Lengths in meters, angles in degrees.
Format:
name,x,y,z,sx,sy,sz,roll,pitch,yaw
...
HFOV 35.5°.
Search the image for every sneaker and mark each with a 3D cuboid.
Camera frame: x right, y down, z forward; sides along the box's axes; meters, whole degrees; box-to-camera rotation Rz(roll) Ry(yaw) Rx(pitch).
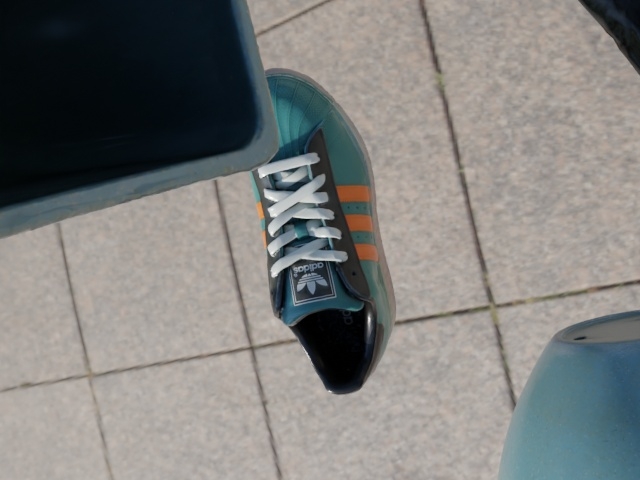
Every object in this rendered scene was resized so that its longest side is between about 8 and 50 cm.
name,x,y,z,sx,sy,sz,roll,pitch,yaw
sneaker,0.000,0.000,0.884,0.108,0.121,0.302,-13,116,16

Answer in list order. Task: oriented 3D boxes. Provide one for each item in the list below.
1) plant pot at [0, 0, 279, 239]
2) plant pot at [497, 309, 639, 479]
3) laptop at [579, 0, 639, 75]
name,x,y,z,sx,sy,sz,roll,pitch,yaw
plant pot,-0.212,-0.117,0.461,0.252,0.247,0.248,-7,100,39
plant pot,0.270,0.161,0.795,0.290,0.290,0.196,-8,94,42
laptop,0.153,-0.206,0.275,0.264,0.136,0.234,-43,77,36
